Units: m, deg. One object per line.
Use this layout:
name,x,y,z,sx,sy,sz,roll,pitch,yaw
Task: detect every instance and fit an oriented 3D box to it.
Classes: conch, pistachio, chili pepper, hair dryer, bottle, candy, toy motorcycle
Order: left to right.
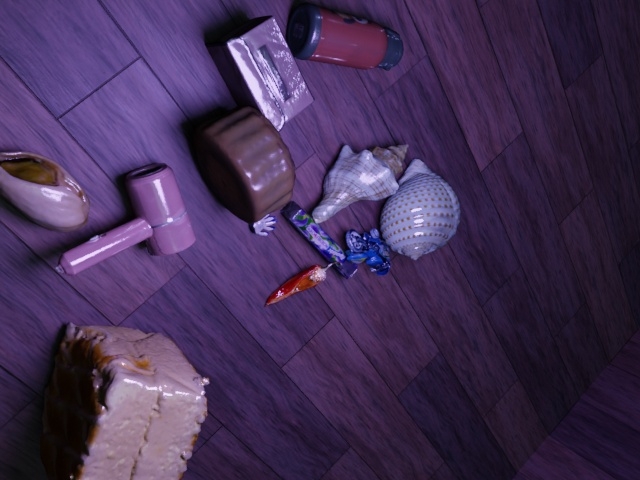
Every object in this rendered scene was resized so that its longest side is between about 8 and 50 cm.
pistachio,-0.628,-0.106,1.270,0.153,0.137,0.238,-29,131,12
hair dryer,-0.475,-0.029,1.349,0.352,0.125,0.210,-35,122,-41
chili pepper,-0.057,0.127,1.725,0.268,0.050,0.059,-31,123,7
candy,0.000,0.000,1.722,0.061,0.088,0.312,-46,124,-4
bottle,0.080,-0.552,1.567,0.336,0.144,0.143,-1,106,-34
conch,0.124,-0.197,1.686,0.386,0.203,0.169,-31,163,-32
toy motorcycle,0.159,0.040,1.799,0.254,0.092,0.135,14,59,-51
conch,0.345,-0.089,1.829,0.303,0.215,0.319,22,88,-48

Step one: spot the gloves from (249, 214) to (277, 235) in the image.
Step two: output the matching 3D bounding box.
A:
gloves,-0.164,-0.044,1.646,0.086,0.026,0.064,-29,120,-26

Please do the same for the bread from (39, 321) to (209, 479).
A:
bread,-0.492,0.430,1.385,0.279,0.390,0.371,15,98,-39

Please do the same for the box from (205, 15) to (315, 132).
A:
box,-0.150,-0.422,1.438,0.153,0.188,0.252,-37,119,-14

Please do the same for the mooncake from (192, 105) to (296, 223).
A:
mooncake,-0.188,-0.190,1.424,0.161,0.290,0.290,-35,121,-22
